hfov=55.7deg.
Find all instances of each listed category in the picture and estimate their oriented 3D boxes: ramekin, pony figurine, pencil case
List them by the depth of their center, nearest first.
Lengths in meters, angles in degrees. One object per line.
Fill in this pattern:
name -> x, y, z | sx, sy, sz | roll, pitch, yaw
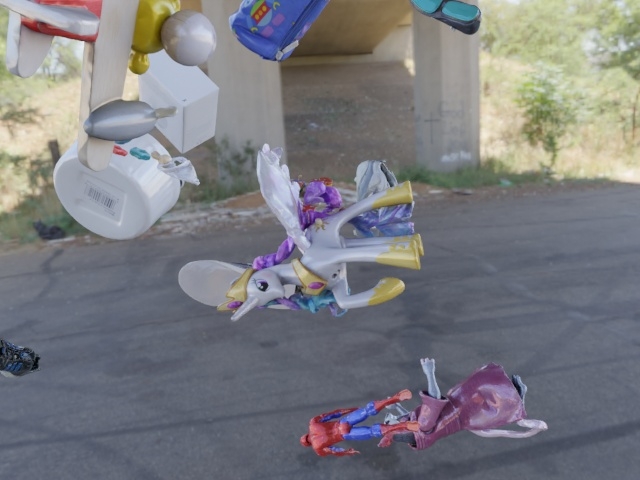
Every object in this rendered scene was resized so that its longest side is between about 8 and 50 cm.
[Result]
pencil case -> -0.032, -0.431, 1.021 | 0.119, 0.133, 0.306 | -11, -22, -48
pony figurine -> 0.000, 0.000, 1.131 | 0.364, 0.302, 0.351 | -12, 38, 14
ramekin -> -0.489, -0.133, 1.441 | 0.277, 0.277, 0.135 | 0, 38, 18

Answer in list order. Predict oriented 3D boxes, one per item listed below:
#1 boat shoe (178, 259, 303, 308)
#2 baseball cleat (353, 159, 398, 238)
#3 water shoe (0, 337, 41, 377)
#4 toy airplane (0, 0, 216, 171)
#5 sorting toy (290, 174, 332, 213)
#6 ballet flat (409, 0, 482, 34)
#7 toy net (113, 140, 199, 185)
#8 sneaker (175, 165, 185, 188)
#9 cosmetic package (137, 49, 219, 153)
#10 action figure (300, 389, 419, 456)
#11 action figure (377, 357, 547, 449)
boat shoe -> -0.218, 0.124, 1.707 | 0.341, 0.127, 0.158 | 11, 3, -2
baseball cleat -> 0.127, -0.083, 1.400 | 0.072, 0.205, 0.109 | -12, 11, -43
water shoe -> -0.648, 0.240, 1.279 | 0.080, 0.072, 0.203 | -8, -18, -12
toy airplane -> -0.296, -0.340, 0.923 | 0.273, 0.384, 0.386 | 17, -23, -6
sorting toy -> -0.050, -0.163, 1.909 | 0.132, 0.046, 0.274 | 16, 28, 7
ballet flat -> 0.280, -0.520, 1.373 | 0.074, 0.074, 0.203 | -16, 45, -45
toy net -> -0.344, -0.179, 1.210 | 0.232, 0.045, 0.122 | 27, 14, 4
sneaker -> -0.491, -0.190, 1.668 | 0.235, 0.084, 0.097 | 27, 35, -16
cosmetic package -> -0.436, -0.434, 1.852 | 0.138, 0.224, 0.224 | -37, -14, -27
action figure -> 0.086, 0.377, 1.226 | 0.280, 0.091, 0.139 | -27, -27, 32
action figure -> 0.310, 0.440, 1.496 | 0.370, 0.275, 0.248 | -22, -28, -17
